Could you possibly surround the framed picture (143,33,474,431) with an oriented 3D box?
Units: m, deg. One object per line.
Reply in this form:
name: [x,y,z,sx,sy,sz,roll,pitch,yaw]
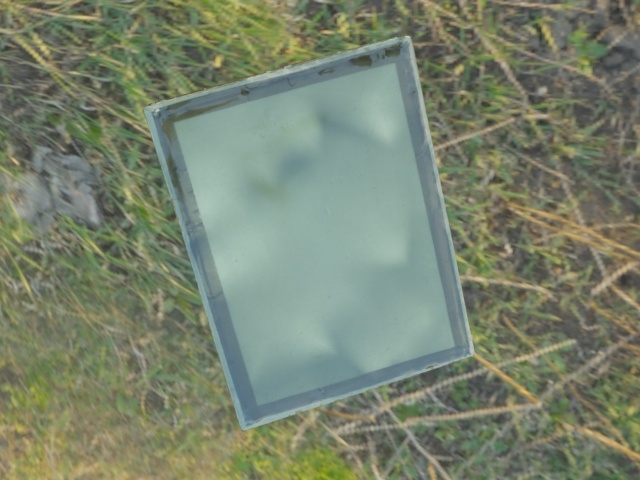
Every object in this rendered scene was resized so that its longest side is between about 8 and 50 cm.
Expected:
framed picture: [0.000,0.000,0.713,0.173,0.010,0.231,-16,111,-8]
